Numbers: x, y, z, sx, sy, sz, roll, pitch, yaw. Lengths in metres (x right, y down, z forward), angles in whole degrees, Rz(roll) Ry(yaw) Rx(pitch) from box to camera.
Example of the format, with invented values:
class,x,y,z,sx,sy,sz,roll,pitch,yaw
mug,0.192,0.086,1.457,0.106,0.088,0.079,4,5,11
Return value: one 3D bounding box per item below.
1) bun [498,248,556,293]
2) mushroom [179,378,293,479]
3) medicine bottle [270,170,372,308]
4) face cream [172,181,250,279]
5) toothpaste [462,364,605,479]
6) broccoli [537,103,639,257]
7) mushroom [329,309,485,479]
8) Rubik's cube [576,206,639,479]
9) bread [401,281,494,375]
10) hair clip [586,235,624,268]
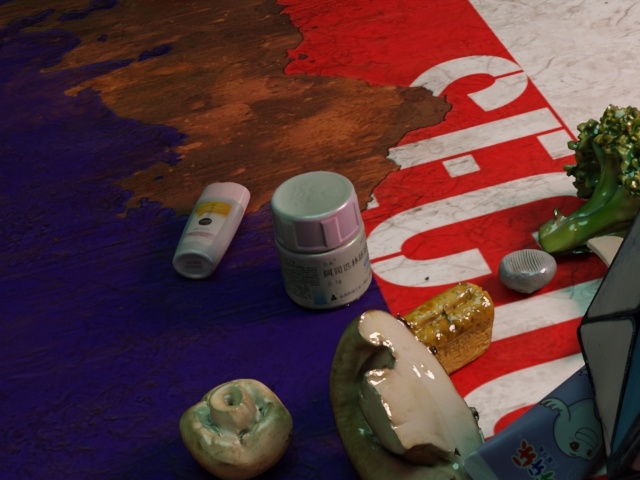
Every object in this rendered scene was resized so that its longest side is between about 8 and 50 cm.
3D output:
class,x,y,z,sx,sy,sz,roll,pitch,yaw
bun,0.294,0.045,2.060,0.083,0.045,0.083,-5,35,3
mushroom,-0.106,0.237,1.844,0.148,0.112,0.148,-9,43,9
medicine bottle,0.000,0.000,2.098,0.135,0.168,0.135,-8,34,6
face cream,-0.171,-0.020,2.272,0.084,0.057,0.198,0,37,14
toothpaste,0.324,0.217,1.778,0.371,0.125,0.080,-36,-3,-31
broccoli,0.432,-0.092,2.092,0.273,0.180,0.242,-14,29,-5
mushroom,0.090,0.235,1.762,0.156,0.151,0.285,1,53,-47
Rubik's cube,0.489,0.106,1.620,0.310,0.305,0.307,14,36,-6
bread,0.135,0.139,1.919,0.211,0.114,0.083,-30,55,-26
hair clip,0.515,0.045,1.954,0.282,0.113,0.172,-18,32,14
